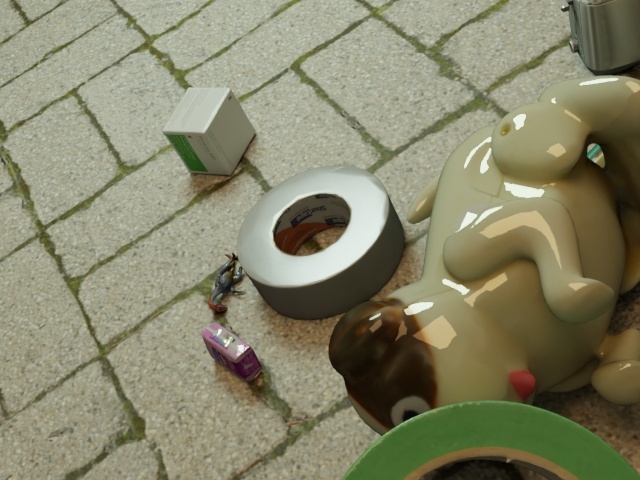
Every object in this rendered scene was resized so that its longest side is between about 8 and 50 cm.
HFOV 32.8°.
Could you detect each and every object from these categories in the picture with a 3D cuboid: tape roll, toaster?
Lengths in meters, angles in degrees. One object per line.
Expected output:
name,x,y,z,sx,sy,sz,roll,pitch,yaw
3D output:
tape roll,0.152,0.306,0.968,0.321,0.077,0.321,-1,75,3
toaster,0.446,-0.339,1.505,0.227,0.146,0.129,-20,44,10
tape roll,0.000,0.000,1.470,0.219,0.072,0.219,-15,43,15

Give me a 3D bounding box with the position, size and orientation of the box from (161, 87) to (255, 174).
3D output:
box,-0.173,-0.171,1.705,0.087,0.101,0.102,4,53,31

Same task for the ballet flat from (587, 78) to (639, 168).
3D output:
ballet flat,0.401,-0.130,1.381,0.086,0.086,0.248,19,58,39

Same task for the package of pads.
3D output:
package of pads,-0.115,0.144,1.407,0.032,0.050,0.083,-41,43,-21

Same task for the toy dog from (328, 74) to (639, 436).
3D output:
toy dog,0.184,0.046,1.180,0.395,0.284,0.408,17,61,39

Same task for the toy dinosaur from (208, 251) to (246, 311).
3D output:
toy dinosaur,-0.131,0.062,1.520,0.082,0.047,0.090,-52,13,-11
